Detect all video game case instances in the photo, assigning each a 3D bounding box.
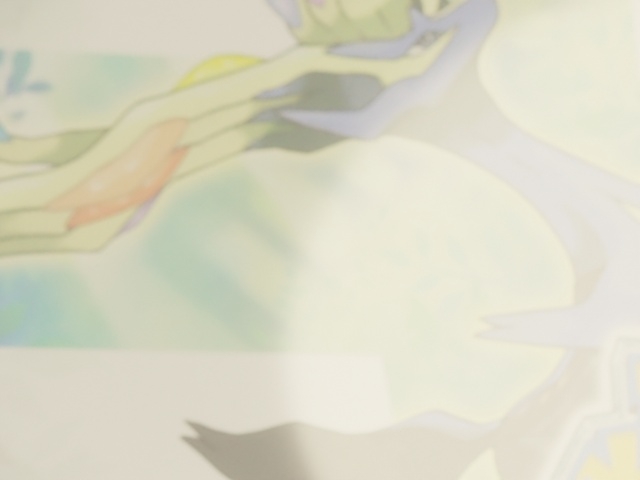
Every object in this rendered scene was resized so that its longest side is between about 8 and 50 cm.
[{"bbox_3d":[0.060,-0.025,0.505,0.300,0.036,0.329,40,100,-21],"label":"video game case"}]
